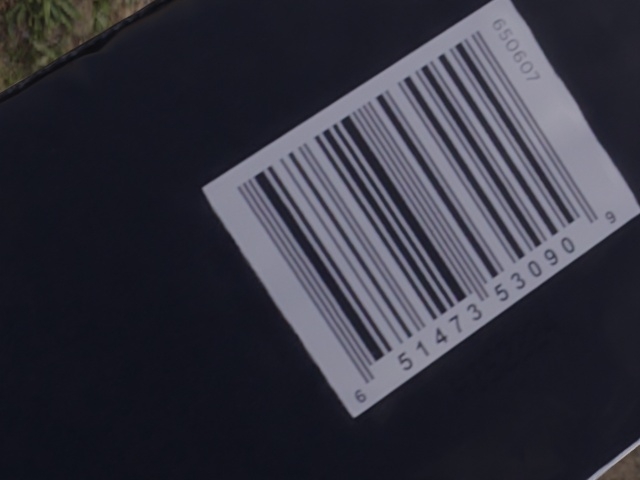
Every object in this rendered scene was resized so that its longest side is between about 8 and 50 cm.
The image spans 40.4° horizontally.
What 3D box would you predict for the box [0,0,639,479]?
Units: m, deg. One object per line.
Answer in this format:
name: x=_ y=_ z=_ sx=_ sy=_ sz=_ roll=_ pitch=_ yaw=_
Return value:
box: x=0.000 y=0.000 z=0.600 sx=0.480 sy=0.472 sz=0.297 roll=-34 pitch=93 yaw=-10
